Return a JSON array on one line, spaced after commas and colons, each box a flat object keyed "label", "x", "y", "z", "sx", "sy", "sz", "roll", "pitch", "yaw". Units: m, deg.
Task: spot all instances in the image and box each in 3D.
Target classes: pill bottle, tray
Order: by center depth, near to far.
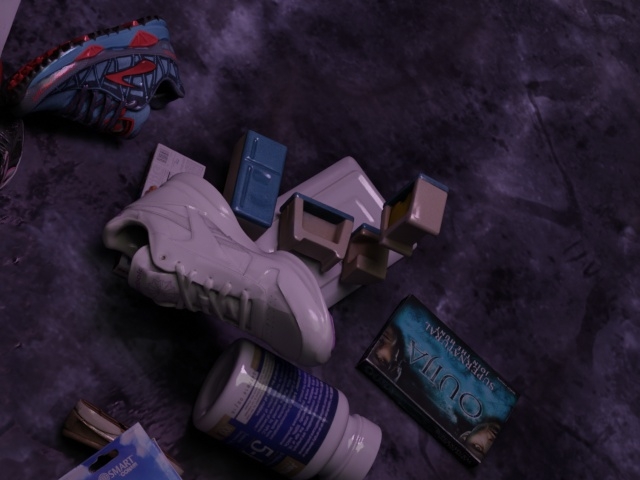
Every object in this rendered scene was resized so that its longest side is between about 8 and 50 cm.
[{"label": "pill bottle", "x": -0.033, "y": 0.194, "z": 1.797, "sx": 0.186, "sy": 0.112, "sz": 0.112, "roll": 30, "pitch": 51, "yaw": -14}, {"label": "tray", "x": 0.000, "y": 0.000, "z": 1.987, "sx": 0.270, "sy": 0.030, "sz": 0.145, "roll": -33, "pitch": 85, "yaw": -41}]

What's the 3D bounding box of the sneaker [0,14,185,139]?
[{"label": "sneaker", "x": -0.241, "y": -0.171, "z": 1.873, "sx": 0.262, "sy": 0.104, "sz": 0.125, "roll": -29, "pitch": 95, "yaw": -48}]

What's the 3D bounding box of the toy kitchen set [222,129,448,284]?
[{"label": "toy kitchen set", "x": 0.017, "y": -0.061, "z": 1.903, "sx": 0.207, "sy": 0.166, "sz": 0.122, "roll": 24, "pitch": 53, "yaw": -20}]

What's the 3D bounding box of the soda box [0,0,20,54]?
[{"label": "soda box", "x": -0.385, "y": -0.283, "z": 1.862, "sx": 0.098, "sy": 0.091, "sz": 0.286, "roll": 24, "pitch": 53, "yaw": -18}]

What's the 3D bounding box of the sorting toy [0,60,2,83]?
[{"label": "sorting toy", "x": -0.474, "y": -0.105, "z": 1.645, "sx": 0.365, "sy": 0.127, "sz": 0.126, "roll": -8, "pitch": 62, "yaw": -32}]

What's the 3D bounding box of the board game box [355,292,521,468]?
[{"label": "board game box", "x": 0.143, "y": 0.167, "z": 1.983, "sx": 0.186, "sy": 0.026, "sz": 0.126, "roll": 42, "pitch": 49, "yaw": -5}]

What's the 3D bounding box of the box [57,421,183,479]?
[{"label": "box", "x": -0.173, "y": 0.285, "z": 1.672, "sx": 0.109, "sy": 0.042, "sz": 0.178, "roll": -36, "pitch": 86, "yaw": -11}]

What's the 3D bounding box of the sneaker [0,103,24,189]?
[{"label": "sneaker", "x": -0.355, "y": -0.080, "z": 1.772, "sx": 0.072, "sy": 0.077, "sz": 0.178, "roll": 29, "pitch": 51, "yaw": -17}]

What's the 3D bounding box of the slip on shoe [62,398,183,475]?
[{"label": "slip on shoe", "x": -0.205, "y": 0.215, "z": 1.724, "sx": 0.135, "sy": 0.051, "sz": 0.041, "roll": 35, "pitch": 90, "yaw": -21}]

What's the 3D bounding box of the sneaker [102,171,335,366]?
[{"label": "sneaker", "x": -0.111, "y": 0.051, "z": 1.769, "sx": 0.152, "sy": 0.114, "sz": 0.305, "roll": -27, "pitch": 49, "yaw": -33}]

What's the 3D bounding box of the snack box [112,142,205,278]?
[{"label": "snack box", "x": -0.182, "y": -0.026, "z": 1.889, "sx": 0.064, "sy": 0.022, "sz": 0.178, "roll": 27, "pitch": 52, "yaw": -18}]
